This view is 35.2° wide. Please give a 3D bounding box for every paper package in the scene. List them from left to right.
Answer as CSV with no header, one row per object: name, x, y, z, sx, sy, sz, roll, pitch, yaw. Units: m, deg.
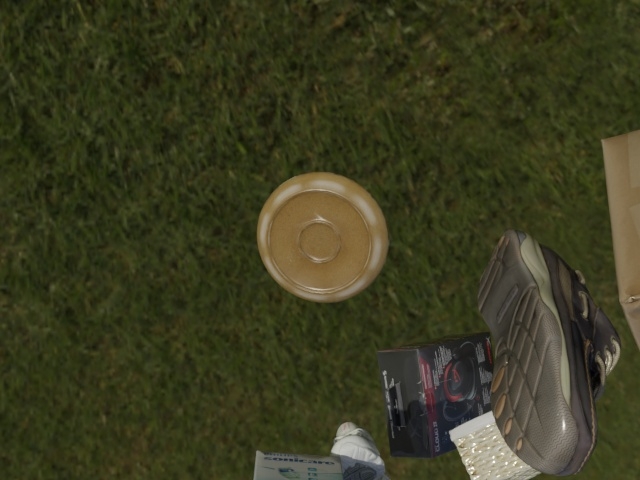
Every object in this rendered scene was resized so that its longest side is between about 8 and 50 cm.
paper package,0.509,0.039,1.368,0.168,0.325,0.309,-15,131,23

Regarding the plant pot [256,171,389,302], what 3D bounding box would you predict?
plant pot,0.000,0.000,1.745,0.236,0.032,0.236,3,105,12

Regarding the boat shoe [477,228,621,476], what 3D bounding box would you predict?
boat shoe,0.262,0.111,1.092,0.130,0.355,0.132,17,124,-9

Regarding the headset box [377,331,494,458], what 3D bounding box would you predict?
headset box,0.239,0.313,2.057,0.110,0.218,0.293,-9,178,42

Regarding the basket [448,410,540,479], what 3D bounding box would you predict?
basket,0.303,0.313,1.556,0.167,0.103,0.113,-28,154,21

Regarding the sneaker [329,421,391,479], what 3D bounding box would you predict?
sneaker,0.046,0.326,1.538,0.090,0.115,0.232,-20,151,-1

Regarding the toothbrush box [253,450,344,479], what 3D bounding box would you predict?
toothbrush box,-0.035,0.418,1.279,0.126,0.295,0.216,6,98,-2
